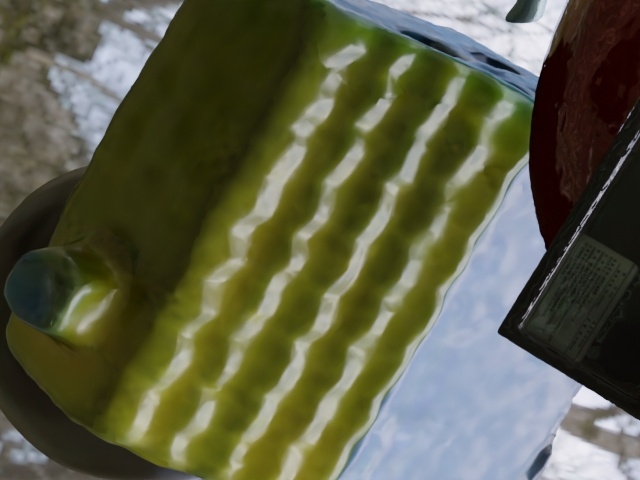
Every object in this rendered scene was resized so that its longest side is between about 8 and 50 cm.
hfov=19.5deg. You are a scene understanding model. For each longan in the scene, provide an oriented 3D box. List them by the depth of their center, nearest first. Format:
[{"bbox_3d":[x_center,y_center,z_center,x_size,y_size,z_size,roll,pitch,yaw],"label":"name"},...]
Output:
[{"bbox_3d":[-0.121,0.055,1.190,0.196,0.196,0.220,-40,-105,23],"label":"longan"}]

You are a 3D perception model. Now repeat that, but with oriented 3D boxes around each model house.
[{"bbox_3d":[0.000,0.000,0.919,0.215,0.303,0.237,38,-76,36],"label":"model house"}]

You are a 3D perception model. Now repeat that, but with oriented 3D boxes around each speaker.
[{"bbox_3d":[0.104,-0.053,0.401,0.040,0.046,0.191,32,-75,7],"label":"speaker"}]

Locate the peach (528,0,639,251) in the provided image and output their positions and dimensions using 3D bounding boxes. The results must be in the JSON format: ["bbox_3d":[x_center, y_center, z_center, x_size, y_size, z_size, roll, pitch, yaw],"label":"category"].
[{"bbox_3d":[0.169,-0.041,0.680,0.190,0.190,0.192,-8,-126,37],"label":"peach"}]

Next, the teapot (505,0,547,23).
[{"bbox_3d":[0.204,-0.177,0.970,0.232,0.159,0.159,-7,-109,13],"label":"teapot"}]
